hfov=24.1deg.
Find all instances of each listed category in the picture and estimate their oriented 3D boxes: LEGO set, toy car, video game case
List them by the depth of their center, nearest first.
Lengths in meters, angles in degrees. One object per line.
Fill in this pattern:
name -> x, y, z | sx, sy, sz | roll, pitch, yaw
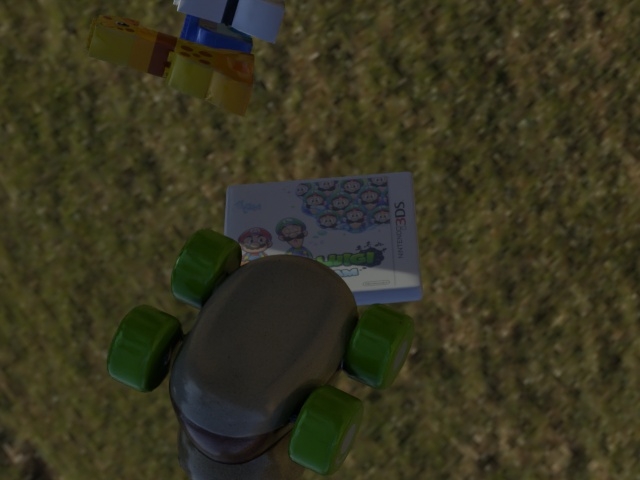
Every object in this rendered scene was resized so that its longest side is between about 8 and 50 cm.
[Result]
LEGO set -> -0.078, -0.131, 0.850 | 0.093, 0.227, 0.087 | 15, 110, -9
toy car -> -0.041, 0.114, 0.981 | 0.155, 0.149, 0.188 | 23, 138, 15
video game case -> 0.000, 0.000, 1.207 | 0.157, 0.143, 0.019 | -5, 132, 3
